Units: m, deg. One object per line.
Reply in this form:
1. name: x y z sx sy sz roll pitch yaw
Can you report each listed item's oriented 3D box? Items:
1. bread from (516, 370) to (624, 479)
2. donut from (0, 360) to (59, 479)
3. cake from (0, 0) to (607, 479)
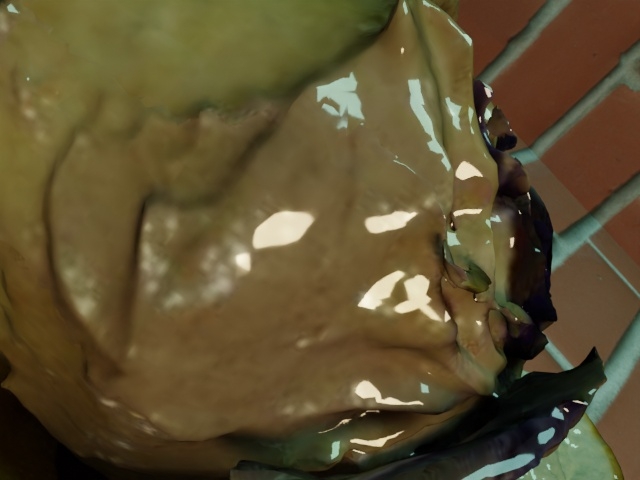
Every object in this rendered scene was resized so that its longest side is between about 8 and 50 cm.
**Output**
1. bread: 0.087 0.238 0.585 0.225 0.279 0.250 20 37 1
2. donut: -0.161 0.161 0.531 0.303 0.110 0.303 34 29 -22
3. cake: -0.002 0.005 0.461 0.321 0.332 0.332 38 28 8
